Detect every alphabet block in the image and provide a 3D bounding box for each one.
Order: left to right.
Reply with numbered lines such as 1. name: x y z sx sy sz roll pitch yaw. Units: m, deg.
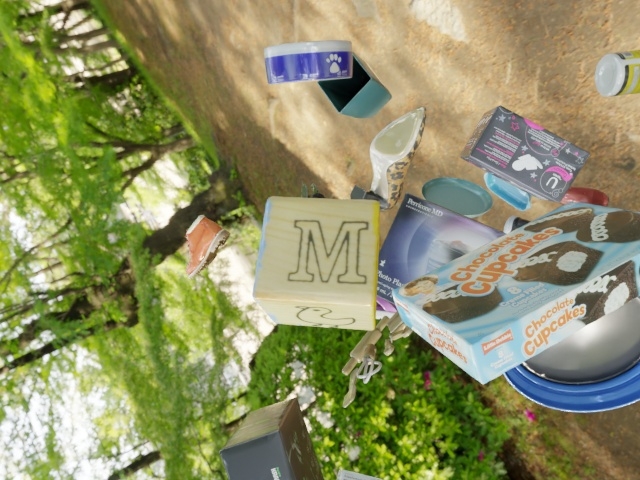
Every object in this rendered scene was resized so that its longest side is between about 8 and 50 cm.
1. alphabet block: 0.005 0.045 0.879 0.192 0.197 0.193 71 -157 -67

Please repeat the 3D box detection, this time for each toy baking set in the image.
1. toy baking set: 0.107 0.224 0.999 0.030 0.256 0.197 43 164 0

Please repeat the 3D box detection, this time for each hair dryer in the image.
1. hair dryer: 0.873 -0.103 1.553 0.294 0.224 0.080 33 125 30

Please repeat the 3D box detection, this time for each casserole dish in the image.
1. casserole dish: 0.628 -0.174 1.616 0.188 0.037 0.114 43 166 30

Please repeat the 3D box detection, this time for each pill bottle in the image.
1. pill bottle: 0.906 -0.476 1.372 0.119 0.209 0.119 173 90 -90

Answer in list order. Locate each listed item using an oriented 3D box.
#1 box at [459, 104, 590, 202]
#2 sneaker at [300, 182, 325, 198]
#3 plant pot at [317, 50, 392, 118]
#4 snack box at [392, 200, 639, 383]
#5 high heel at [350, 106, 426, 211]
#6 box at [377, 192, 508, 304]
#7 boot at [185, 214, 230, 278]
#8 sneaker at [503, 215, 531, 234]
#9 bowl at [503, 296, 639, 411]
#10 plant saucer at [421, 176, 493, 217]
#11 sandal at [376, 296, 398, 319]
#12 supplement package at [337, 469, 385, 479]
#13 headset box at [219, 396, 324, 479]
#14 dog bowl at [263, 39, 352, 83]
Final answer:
1. box: 0.505 -0.214 1.237 0.247 0.142 0.163 29 -170 2
2. sneaker: -0.018 -0.051 1.124 0.089 0.051 0.170 -179 88 -67
3. plant pot: 0.146 -0.549 1.778 0.166 0.234 0.165 -42 65 26
4. snack box: 0.276 0.047 0.628 0.060 0.322 0.187 69 167 -18
5. high heel: 0.187 -0.185 1.147 0.093 0.186 0.261 44 110 26
6. box: 0.320 0.060 1.341 0.297 0.293 0.183 25 -174 17
7. boot: -0.272 0.015 1.090 0.085 0.059 0.158 38 116 1
8. sneaker: 0.738 0.037 1.686 0.153 0.101 0.268 15 142 51
9. bowl: 0.626 0.245 1.167 0.077 0.392 0.390 -69 -33 -59
10. plant saucer: 0.613 -0.189 2.204 0.317 0.318 0.043 44 144 40
11. sandal: 0.197 0.188 1.585 0.169 0.417 0.102 -128 55 -70
12. supplement package: 0.096 0.798 1.387 0.134 0.243 0.139 13 155 4
13. headset box: -0.088 0.506 1.048 0.283 0.131 0.246 39 -149 -85
14. dog bowl: -0.035 -0.535 1.471 0.265 0.265 0.104 25 124 58
